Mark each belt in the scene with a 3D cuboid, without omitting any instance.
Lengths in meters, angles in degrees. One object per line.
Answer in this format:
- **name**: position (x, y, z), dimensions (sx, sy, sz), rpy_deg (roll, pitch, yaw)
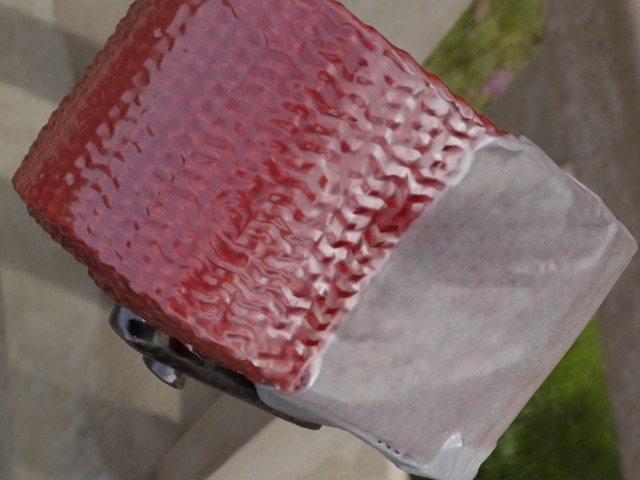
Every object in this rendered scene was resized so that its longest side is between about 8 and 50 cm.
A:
- **belt**: position (0.000, 0.000, 0.556), dimensions (0.124, 0.201, 0.128), rpy_deg (-54, 47, 3)
